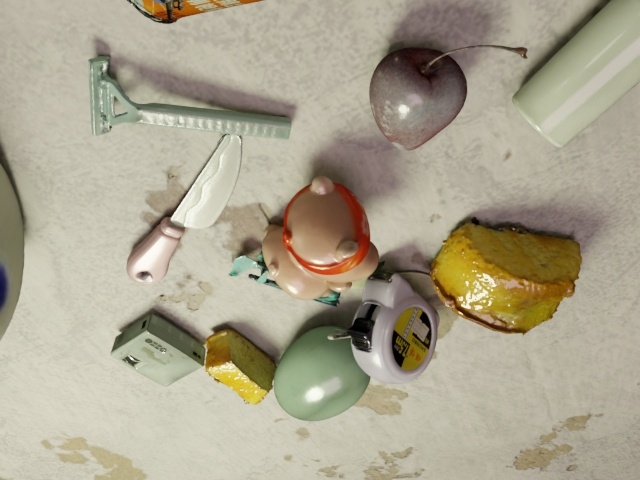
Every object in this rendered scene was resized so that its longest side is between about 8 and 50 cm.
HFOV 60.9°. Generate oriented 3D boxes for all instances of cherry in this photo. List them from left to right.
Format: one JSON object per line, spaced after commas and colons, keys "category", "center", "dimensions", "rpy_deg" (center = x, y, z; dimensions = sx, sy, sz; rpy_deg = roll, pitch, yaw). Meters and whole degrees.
{"category": "cherry", "center": [0.158, -0.190, 0.737], "dimensions": [0.187, 0.115, 0.148], "rpy_deg": [-1, 111, -10]}

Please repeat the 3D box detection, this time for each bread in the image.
{"category": "bread", "center": [-0.155, 0.258, 1.105], "dimensions": [0.065, 0.103, 0.187], "rpy_deg": [-30, 121, 18]}
{"category": "bread", "center": [0.334, 0.076, 0.951], "dimensions": [0.260, 0.147, 0.160], "rpy_deg": [11, 131, -13]}

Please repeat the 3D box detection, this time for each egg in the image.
{"category": "egg", "center": [0.002, 0.264, 1.074], "dimensions": [0.168, 0.168, 0.231], "rpy_deg": [31, 122, -26]}

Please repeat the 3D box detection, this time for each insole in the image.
{"category": "insole", "center": [0.139, 0.080, 1.029], "dimensions": [0.191, 0.010, 0.063], "rpy_deg": [3, 130, -7]}

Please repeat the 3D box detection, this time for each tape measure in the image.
{"category": "tape measure", "center": [0.127, 0.165, 0.993], "dimensions": [0.105, 0.178, 0.196], "rpy_deg": [4, 146, 48]}

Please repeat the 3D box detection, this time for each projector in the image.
{"category": "projector", "center": [-0.321, 0.219, 1.087], "dimensions": [0.115, 0.061, 0.147], "rpy_deg": [-32, 125, 21]}

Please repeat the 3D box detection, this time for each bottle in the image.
{"category": "bottle", "center": [0.377, -0.240, 0.710], "dimensions": [0.104, 0.104, 0.245], "rpy_deg": [29, 123, -25]}

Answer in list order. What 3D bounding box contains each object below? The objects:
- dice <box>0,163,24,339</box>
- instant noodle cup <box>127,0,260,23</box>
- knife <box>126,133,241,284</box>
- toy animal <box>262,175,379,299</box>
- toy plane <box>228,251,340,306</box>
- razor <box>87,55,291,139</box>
{"category": "dice", "center": [-0.596, 0.017, 0.738], "dimensions": [0.276, 0.304, 0.305], "rpy_deg": [2, 130, -4]}
{"category": "instant noodle cup", "center": [-0.092, -0.344, 0.495], "dimensions": [0.213, 0.297, 0.296], "rpy_deg": [-12, 130, 17]}
{"category": "knife", "center": [-0.213, -0.038, 0.891], "dimensions": [0.081, 0.043, 0.336], "rpy_deg": [28, 122, -31]}
{"category": "toy animal", "center": [0.000, 0.000, 0.855], "dimensions": [0.171, 0.172, 0.197], "rpy_deg": [22, 143, -21]}
{"category": "toy plane", "center": [-0.046, 0.067, 0.982], "dimensions": [0.234, 0.060, 0.096], "rpy_deg": [21, 139, -25]}
{"category": "razor", "center": [-0.179, -0.174, 0.763], "dimensions": [0.277, 0.056, 0.111], "rpy_deg": [8, 128, -10]}
